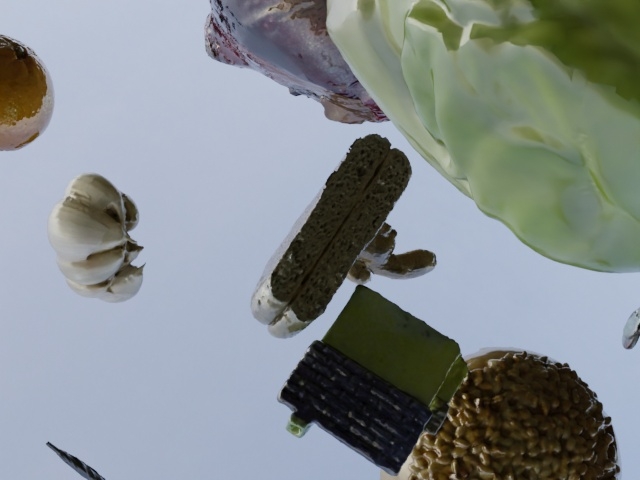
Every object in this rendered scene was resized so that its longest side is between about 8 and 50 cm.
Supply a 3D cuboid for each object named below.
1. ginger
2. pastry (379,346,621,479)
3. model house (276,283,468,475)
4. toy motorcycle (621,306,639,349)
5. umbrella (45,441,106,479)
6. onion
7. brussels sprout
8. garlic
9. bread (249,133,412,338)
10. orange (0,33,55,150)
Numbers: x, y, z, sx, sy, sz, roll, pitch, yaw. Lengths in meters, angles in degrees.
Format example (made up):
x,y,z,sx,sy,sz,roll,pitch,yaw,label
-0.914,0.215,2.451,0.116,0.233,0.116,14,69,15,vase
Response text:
x,y,z,sx,sy,sz,roll,pitch,yaw,label
0.122,0.020,1.535,0.214,0.133,0.059,0,-153,-16,ginger
0.296,0.365,1.353,0.409,0.245,0.410,3,-104,-11,pastry
0.062,0.210,1.105,0.193,0.170,0.211,33,-134,9,model house
0.664,0.141,1.420,0.241,0.319,0.182,42,-148,13,toy motorcycle
-0.351,0.405,1.395,0.269,0.044,0.044,53,-145,-31,umbrella
-0.017,-0.198,0.707,0.272,0.195,0.272,43,-154,-27,onion
0.168,-0.130,0.459,0.327,0.247,0.328,0,-91,-24,brussels sprout
-0.457,0.003,1.720,0.203,0.281,0.184,12,-166,34,garlic
0.005,0.002,1.200,0.102,0.183,0.337,36,-118,-3,bread
-0.559,-0.252,1.423,0.219,0.193,0.219,22,-167,-6,orange
